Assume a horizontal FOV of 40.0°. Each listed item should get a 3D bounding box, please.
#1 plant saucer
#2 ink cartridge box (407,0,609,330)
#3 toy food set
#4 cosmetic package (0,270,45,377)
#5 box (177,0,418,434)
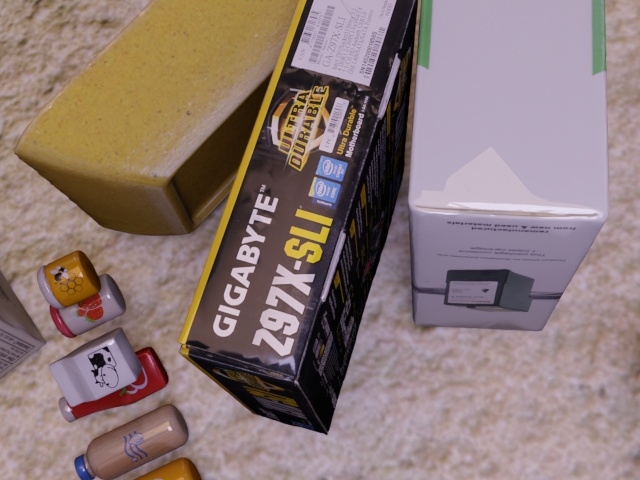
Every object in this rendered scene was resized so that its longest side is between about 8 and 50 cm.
[{"bbox_3d":[-0.066,-0.130,0.726,0.081,0.333,0.333,43,82,3],"label":"plant saucer"},{"bbox_3d":[0.132,-0.064,0.678,0.122,0.289,0.211,3,72,7],"label":"ink cartridge box"},{"bbox_3d":[-0.194,0.129,0.749,0.104,0.111,0.232,-26,100,0],"label":"toy food set"},{"bbox_3d":[-0.422,0.118,0.778,0.296,0.153,0.129,-38,68,-6],"label":"cosmetic package"},{"bbox_3d":[0.000,0.000,0.658,0.079,0.322,0.257,14,75,8],"label":"box"}]
